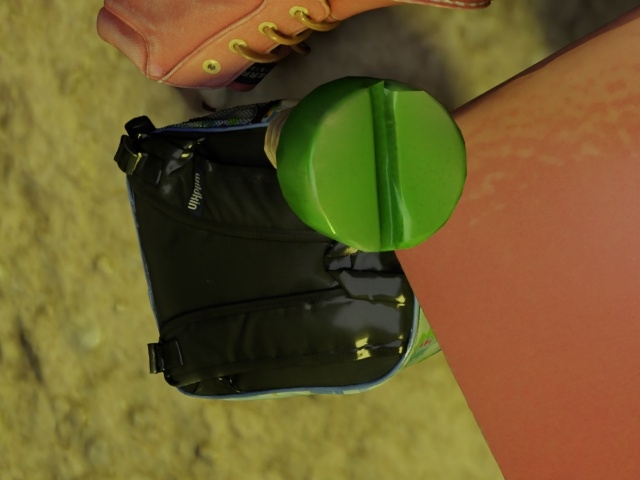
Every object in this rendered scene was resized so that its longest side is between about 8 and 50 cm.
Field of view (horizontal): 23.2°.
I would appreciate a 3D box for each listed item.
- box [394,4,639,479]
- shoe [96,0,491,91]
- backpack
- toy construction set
[{"bbox_3d":[0.154,-0.023,0.408,0.232,0.148,0.127,-28,86,33],"label":"box"},{"bbox_3d":[-0.010,-0.088,0.552,0.178,0.063,0.081,22,114,33],"label":"shoe"},{"bbox_3d":[0.000,0.000,0.551,0.114,0.084,0.105,-3,99,37],"label":"backpack"},{"bbox_3d":[0.084,-0.173,0.240,0.257,0.308,0.237,57,171,-17],"label":"toy construction set"}]
